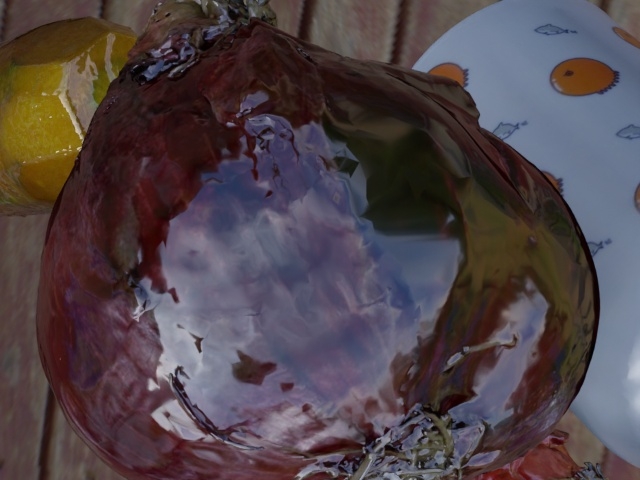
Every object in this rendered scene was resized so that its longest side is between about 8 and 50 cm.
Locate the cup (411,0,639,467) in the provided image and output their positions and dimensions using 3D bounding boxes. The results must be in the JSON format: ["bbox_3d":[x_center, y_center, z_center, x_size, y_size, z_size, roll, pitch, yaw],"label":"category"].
[{"bbox_3d":[0.200,0.000,1.135,0.212,0.317,0.212,-15,128,-20],"label":"cup"}]

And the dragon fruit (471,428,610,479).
[{"bbox_3d":[0.125,0.216,1.403,0.209,0.172,0.172,12,101,7],"label":"dragon fruit"}]

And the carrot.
[{"bbox_3d":[-0.204,-0.065,1.087,0.114,0.302,0.114,5,82,-38],"label":"carrot"}]

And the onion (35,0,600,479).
[{"bbox_3d":[0.006,0.017,0.815,0.281,0.281,0.221,25,136,-7],"label":"onion"}]
